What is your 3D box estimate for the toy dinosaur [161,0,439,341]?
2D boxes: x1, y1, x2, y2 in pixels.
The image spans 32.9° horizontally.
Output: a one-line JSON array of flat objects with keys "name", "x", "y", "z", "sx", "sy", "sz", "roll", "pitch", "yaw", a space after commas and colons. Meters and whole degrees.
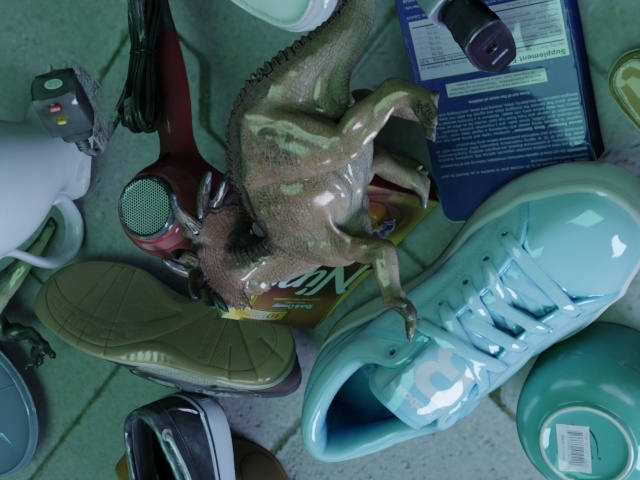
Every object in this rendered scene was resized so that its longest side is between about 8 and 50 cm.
[{"name": "toy dinosaur", "x": -0.022, "y": -0.047, "z": 0.762, "sx": 0.200, "sy": 0.127, "sz": 0.295, "roll": 6, "pitch": 121, "yaw": 5}]

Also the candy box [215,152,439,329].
[{"name": "candy box", "x": 0.000, "y": 0.000, "z": 0.929, "sx": 0.186, "sy": 0.109, "sz": 0.053, "roll": -47, "pitch": 49, "yaw": 34}]

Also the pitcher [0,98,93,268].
[{"name": "pitcher", "x": -0.293, "y": -0.032, "z": 1.004, "sx": 0.125, "sy": 0.207, "sz": 0.178, "roll": 4, "pitch": 114, "yaw": 25}]

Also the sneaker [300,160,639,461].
[{"name": "sneaker", "x": 0.117, "y": 0.083, "z": 0.866, "sx": 0.135, "sy": 0.150, "sz": 0.366, "roll": 38, "pitch": 130, "yaw": -11}]

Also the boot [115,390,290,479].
[{"name": "boot", "x": -0.119, "y": 0.260, "z": 1.123, "sx": 0.197, "sy": 0.073, "sz": 0.152, "roll": 51, "pitch": 122, "yaw": 13}]

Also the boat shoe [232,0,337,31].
[{"name": "boat shoe", "x": -0.109, "y": -0.263, "z": 0.880, "sx": 0.277, "sy": 0.096, "sz": 0.098, "roll": 41, "pitch": 123, "yaw": 6}]

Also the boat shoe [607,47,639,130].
[{"name": "boat shoe", "x": 0.287, "y": -0.071, "z": 0.782, "sx": 0.190, "sy": 0.072, "sz": 0.068, "roll": 37, "pitch": 122, "yaw": 8}]

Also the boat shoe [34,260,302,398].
[{"name": "boat shoe", "x": -0.148, "y": 0.096, "z": 1.052, "sx": 0.285, "sy": 0.103, "sz": 0.092, "roll": 11, "pitch": 148, "yaw": 23}]

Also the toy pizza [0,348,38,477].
[{"name": "toy pizza", "x": -0.401, "y": 0.181, "z": 1.248, "sx": 0.201, "sy": 0.032, "sz": 0.201, "roll": 11, "pitch": 115, "yaw": 23}]

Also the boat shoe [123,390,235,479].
[{"name": "boat shoe", "x": -0.123, "y": 0.300, "z": 1.018, "sx": 0.113, "sy": 0.105, "sz": 0.306, "roll": -5, "pitch": 92, "yaw": 32}]

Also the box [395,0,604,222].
[{"name": "box", "x": 0.140, "y": -0.129, "z": 0.851, "sx": 0.136, "sy": 0.036, "sz": 0.225, "roll": -5, "pitch": 107, "yaw": 28}]

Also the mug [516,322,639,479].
[{"name": "mug", "x": 0.236, "y": 0.154, "z": 0.886, "sx": 0.158, "sy": 0.097, "sz": 0.129, "roll": 42, "pitch": 122, "yaw": 5}]

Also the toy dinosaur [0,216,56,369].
[{"name": "toy dinosaur", "x": -0.352, "y": 0.100, "z": 1.144, "sx": 0.268, "sy": 0.064, "sz": 0.118, "roll": -37, "pitch": 80, "yaw": 19}]

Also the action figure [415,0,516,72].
[{"name": "action figure", "x": 0.048, "y": -0.252, "z": 0.789, "sx": 0.285, "sy": 0.099, "sz": 0.185, "roll": 51, "pitch": 119, "yaw": 23}]

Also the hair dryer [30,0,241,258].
[{"name": "hair dryer", "x": -0.112, "y": -0.092, "z": 0.899, "sx": 0.080, "sy": 0.223, "sz": 0.293, "roll": 0, "pitch": 140, "yaw": 23}]
